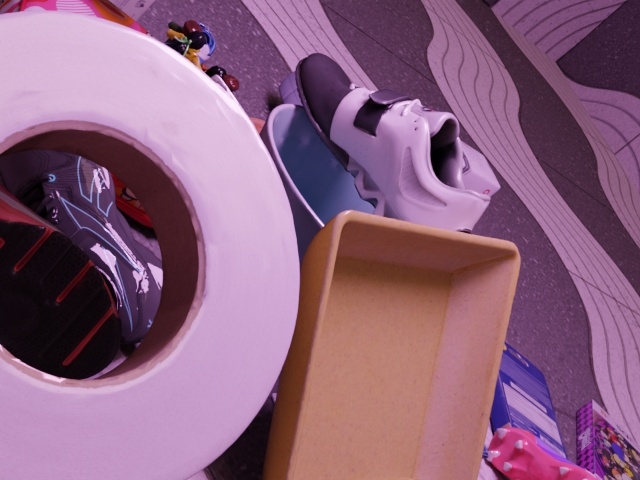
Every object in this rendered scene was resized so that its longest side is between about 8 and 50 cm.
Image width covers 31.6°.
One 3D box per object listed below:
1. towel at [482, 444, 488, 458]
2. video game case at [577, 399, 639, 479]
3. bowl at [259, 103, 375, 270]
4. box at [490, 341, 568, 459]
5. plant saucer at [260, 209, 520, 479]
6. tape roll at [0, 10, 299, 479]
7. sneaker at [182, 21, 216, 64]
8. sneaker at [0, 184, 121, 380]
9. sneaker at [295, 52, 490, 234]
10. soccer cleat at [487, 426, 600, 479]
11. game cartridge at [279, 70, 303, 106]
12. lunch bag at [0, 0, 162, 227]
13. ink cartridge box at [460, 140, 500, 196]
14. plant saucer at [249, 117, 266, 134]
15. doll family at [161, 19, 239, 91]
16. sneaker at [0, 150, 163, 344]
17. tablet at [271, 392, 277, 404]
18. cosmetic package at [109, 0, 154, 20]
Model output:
[{"bbox_3d":[0.171,0.251,1.464,0.119,0.029,0.067,17,38,-50],"label":"towel"},{"bbox_3d":[0.490,0.386,1.795,0.210,0.042,0.232,44,24,-6],"label":"video game case"},{"bbox_3d":[0.000,0.000,1.388,0.311,0.163,0.311,39,25,-22],"label":"bowl"},{"bbox_3d":[0.300,0.245,1.690,0.136,0.036,0.225,38,26,-23],"label":"box"},{"bbox_3d":[0.064,0.144,1.175,0.081,0.332,0.333,12,2,41],"label":"plant saucer"},{"bbox_3d":[-0.194,0.013,0.884,0.392,0.072,0.392,9,74,-33],"label":"tape roll"},{"bbox_3d":[-0.178,-0.290,1.659,0.053,0.059,0.144,36,25,-21],"label":"sneaker"},{"bbox_3d":[-0.287,-0.012,0.974,0.314,0.116,0.136,47,3,-20],"label":"sneaker"},{"bbox_3d":[0.094,-0.127,1.367,0.122,0.146,0.330,8,44,-55],"label":"sneaker"},{"bbox_3d":[0.319,0.320,1.467,0.095,0.083,0.248,19,10,-41],"label":"soccer cleat"},{"bbox_3d":[0.033,-0.131,1.729,0.196,0.060,0.294,45,14,-47],"label":"game cartridge"},{"bbox_3d":[-0.240,-0.148,1.253,0.293,0.120,0.258,35,27,-29],"label":"lunch bag"},{"bbox_3d":[0.177,-0.102,1.873,0.203,0.148,0.086,24,32,-43],"label":"ink cartridge box"},{"bbox_3d":[-0.054,-0.086,1.587,0.200,0.037,0.200,38,24,-21],"label":"plant saucer"},{"bbox_3d":[-0.167,-0.216,1.497,0.193,0.111,0.076,55,24,14],"label":"doll family"},{"bbox_3d":[-0.238,-0.013,1.074,0.267,0.101,0.106,51,26,8],"label":"sneaker"},{"bbox_3d":[-0.022,0.204,1.230,0.054,0.006,0.083,23,34,-45],"label":"tablet"},{"bbox_3d":[-0.359,-0.375,1.410,0.309,0.113,0.160,11,44,-56],"label":"cosmetic package"}]
